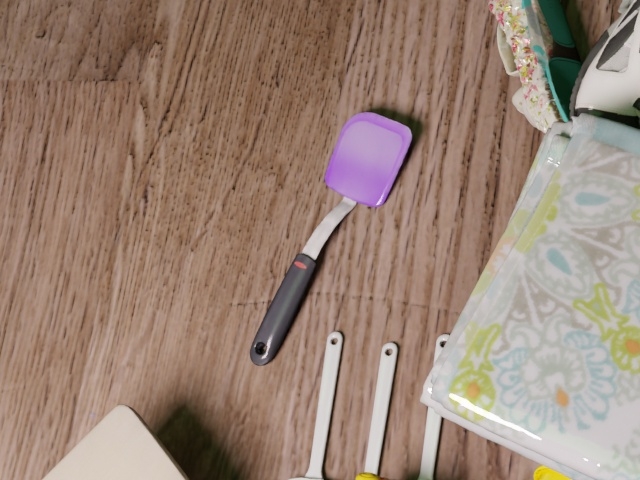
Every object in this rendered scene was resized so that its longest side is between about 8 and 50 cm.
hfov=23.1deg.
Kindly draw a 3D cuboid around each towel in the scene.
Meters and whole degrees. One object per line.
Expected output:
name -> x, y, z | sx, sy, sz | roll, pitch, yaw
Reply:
towel -> 0.314, 0.081, 1.380 | 0.374, 0.090, 0.321 | 23, 73, 19

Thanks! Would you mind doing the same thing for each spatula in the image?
spatula -> 0.000, 0.000, 1.661 | 0.084, 0.030, 0.296 | 26, 82, 28
spatula -> 0.050, 0.207, 1.570 | 0.168, 0.019, 0.242 | 1, 71, 22

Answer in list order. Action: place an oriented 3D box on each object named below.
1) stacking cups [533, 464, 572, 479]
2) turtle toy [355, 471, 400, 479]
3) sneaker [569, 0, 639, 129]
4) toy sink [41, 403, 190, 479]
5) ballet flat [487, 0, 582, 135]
stacking cups -> 0.156, 0.345, 1.376 | 0.096, 0.096, 0.316 | 23, 60, 27
turtle toy -> 0.058, 0.265, 1.501 | 0.130, 0.066, 0.095 | 9, 99, 21
sneaker -> 0.349, -0.181, 1.515 | 0.146, 0.122, 0.331 | 2, 68, 61
toy sink -> -0.207, 0.302, 1.571 | 0.234, 0.131, 0.153 | -46, 62, 5
ballet flat -> 0.229, -0.178, 1.623 | 0.077, 0.091, 0.241 | -36, 52, 40
